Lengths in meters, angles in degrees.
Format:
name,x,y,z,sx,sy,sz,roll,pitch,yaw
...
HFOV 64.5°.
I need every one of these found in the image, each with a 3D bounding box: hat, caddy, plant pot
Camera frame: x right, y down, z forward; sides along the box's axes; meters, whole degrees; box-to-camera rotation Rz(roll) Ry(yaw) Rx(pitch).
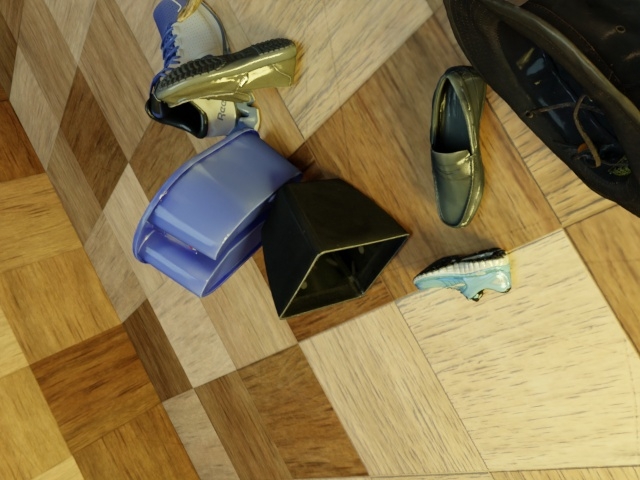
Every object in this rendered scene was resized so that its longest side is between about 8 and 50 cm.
name,x,y,z,sx,sy,sz,roll,pitch,yaw
hat,0.262,-0.164,0.475,0.134,0.331,0.331,-41,75,17
caddy,-0.188,-0.065,0.921,0.179,0.341,0.241,36,133,6
plant pot,0.000,0.000,0.865,0.167,0.188,0.188,58,140,26

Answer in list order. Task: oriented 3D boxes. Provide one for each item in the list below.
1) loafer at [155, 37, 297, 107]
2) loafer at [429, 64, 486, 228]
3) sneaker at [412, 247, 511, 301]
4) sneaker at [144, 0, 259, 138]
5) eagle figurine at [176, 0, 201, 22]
name,x,y,z,sx,sy,sz,roll,pitch,yaw
loafer,-0.154,-0.268,0.869,0.094,0.250,0.088,-108,3,-52
loafer,0.179,-0.119,0.688,0.076,0.078,0.224,18,120,41
sneaker,0.209,0.063,0.757,0.162,0.063,0.073,-14,101,49
sneaker,-0.260,-0.324,0.971,0.127,0.182,0.316,-34,83,47
eagle figurine,-0.089,-0.447,0.740,0.298,0.225,0.227,17,110,53
